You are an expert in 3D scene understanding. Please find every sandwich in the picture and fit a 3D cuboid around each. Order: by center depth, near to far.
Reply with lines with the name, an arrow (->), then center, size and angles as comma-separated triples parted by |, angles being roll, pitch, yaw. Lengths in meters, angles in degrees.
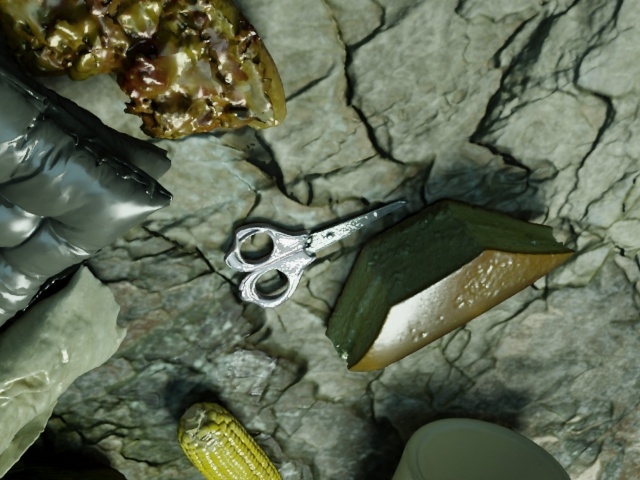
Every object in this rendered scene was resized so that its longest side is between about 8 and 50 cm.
sandwich -> 0.115, 0.036, 1.373 | 0.258, 0.094, 0.096 | -30, 131, 3

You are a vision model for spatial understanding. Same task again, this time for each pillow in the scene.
pillow -> -0.309, -0.021, 1.176 | 0.326, 0.101, 0.228 | -38, 124, 25

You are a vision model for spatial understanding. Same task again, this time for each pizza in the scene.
pizza -> -0.155, -0.167, 1.163 | 0.305, 0.085, 0.161 | 27, 113, -28

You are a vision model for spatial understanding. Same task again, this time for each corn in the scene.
corn -> -0.087, 0.240, 1.466 | 0.067, 0.067, 0.206 | -30, 128, 4

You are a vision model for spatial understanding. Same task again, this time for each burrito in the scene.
burrito -> -0.327, 0.186, 1.265 | 0.392, 0.076, 0.117 | -47, 133, -21

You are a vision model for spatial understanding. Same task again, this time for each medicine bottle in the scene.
medicine bottle -> 0.133, 0.397, 1.549 | 0.211, 0.211, 0.371 | 6, 122, -20

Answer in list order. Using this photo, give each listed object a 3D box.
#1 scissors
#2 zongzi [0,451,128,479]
scissors -> 0.000, 0.000, 1.363 | 0.189, 0.015, 0.100 | -23, 124, -2
zongzi -> -0.336, 0.233, 1.352 | 0.286, 0.138, 0.300 | -17, 122, -9
